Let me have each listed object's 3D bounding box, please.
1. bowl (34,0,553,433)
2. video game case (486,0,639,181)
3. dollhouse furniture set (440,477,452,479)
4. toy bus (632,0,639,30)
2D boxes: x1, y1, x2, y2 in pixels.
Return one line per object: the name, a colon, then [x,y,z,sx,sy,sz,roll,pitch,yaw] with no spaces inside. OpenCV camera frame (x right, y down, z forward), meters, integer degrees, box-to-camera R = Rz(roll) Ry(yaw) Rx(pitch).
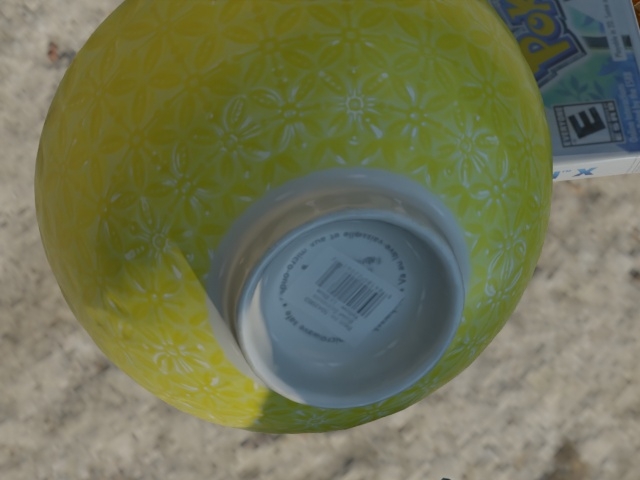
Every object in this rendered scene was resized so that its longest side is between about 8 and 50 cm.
bowl: [0.000,0.000,0.927,0.289,0.156,0.289,-6,120,-10]
video game case: [0.046,-0.184,1.145,0.300,0.329,0.036,-6,160,-11]
dollhouse furniture set: [0.103,0.322,1.285,0.286,0.303,0.198,-12,134,-43]
toy bus: [0.320,-0.123,1.615,0.149,0.220,0.211,-35,104,3]
